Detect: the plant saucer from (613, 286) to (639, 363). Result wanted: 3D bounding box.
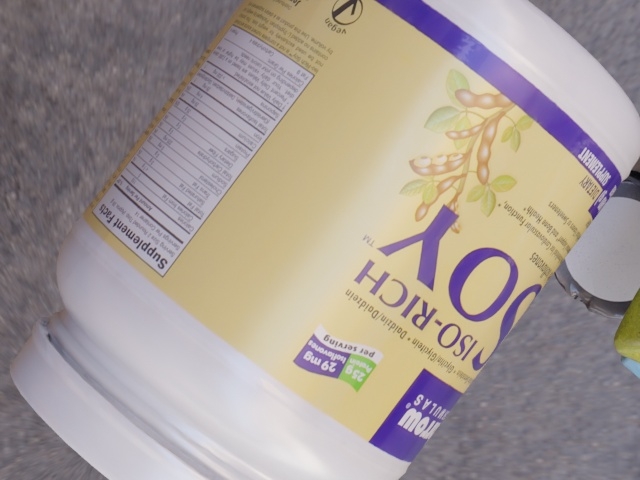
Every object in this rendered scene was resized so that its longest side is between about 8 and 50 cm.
[{"bbox_3d":[0.313,0.032,1.007,0.188,0.045,0.188,25,101,-3],"label":"plant saucer"}]

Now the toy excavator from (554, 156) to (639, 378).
[{"bbox_3d":[0.374,0.098,1.242,0.445,0.222,0.433,40,108,6],"label":"toy excavator"}]

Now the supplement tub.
[{"bbox_3d":[0.000,0.000,0.919,0.241,0.241,0.331,36,90,-2],"label":"supplement tub"}]
